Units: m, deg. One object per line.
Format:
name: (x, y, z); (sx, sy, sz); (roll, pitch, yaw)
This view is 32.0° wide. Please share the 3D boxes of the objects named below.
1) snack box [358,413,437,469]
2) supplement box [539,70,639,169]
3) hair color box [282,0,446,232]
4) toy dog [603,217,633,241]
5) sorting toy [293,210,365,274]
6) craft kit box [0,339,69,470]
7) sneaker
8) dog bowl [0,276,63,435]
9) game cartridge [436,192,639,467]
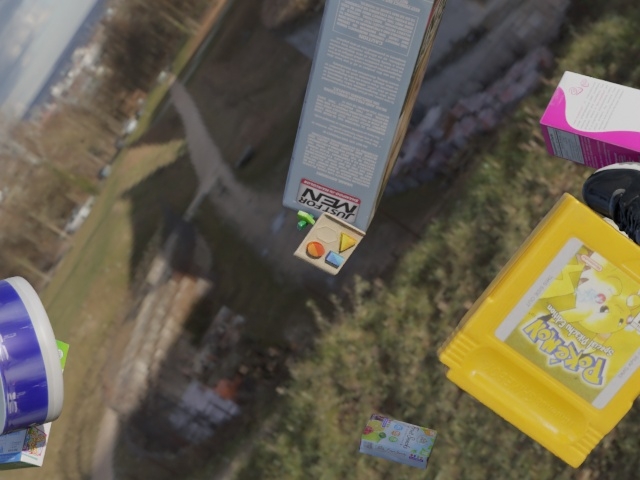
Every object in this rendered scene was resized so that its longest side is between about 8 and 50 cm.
snack box: (0.158, 0.407, 2.263); (0.100, 0.141, 0.037); (-53, -26, -62)
supplement box: (0.493, -0.185, 1.859); (0.111, 0.220, 0.114); (-60, -28, -15)
hair color box: (0.063, -0.209, 1.270); (0.374, 0.114, 0.185); (105, -173, -45)
toy dog: (0.512, 0.105, 2.014); (0.408, 0.395, 0.284); (-62, -17, -75)
sorting toy: (0.000, 0.000, 1.171); (0.062, 0.083, 0.012); (-53, 31, 17)
craft kit box: (-0.611, 0.328, 2.201); (0.250, 0.061, 0.246); (-14, 61, 42)
sneaker: (0.505, -0.034, 1.701); (0.124, 0.107, 0.283); (-35, 40, -32)
dog bowl: (-0.547, 0.202, 1.949); (0.104, 0.265, 0.265); (-15, -6, -31)
game cartridge: (0.369, 0.138, 1.640); (0.323, 0.285, 0.052); (-53, 11, 9)
